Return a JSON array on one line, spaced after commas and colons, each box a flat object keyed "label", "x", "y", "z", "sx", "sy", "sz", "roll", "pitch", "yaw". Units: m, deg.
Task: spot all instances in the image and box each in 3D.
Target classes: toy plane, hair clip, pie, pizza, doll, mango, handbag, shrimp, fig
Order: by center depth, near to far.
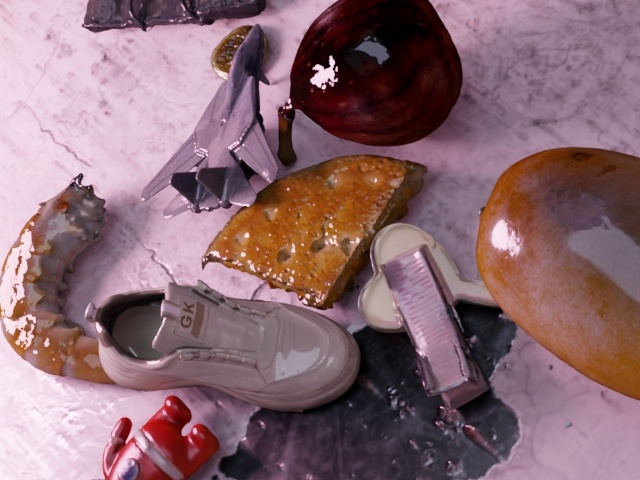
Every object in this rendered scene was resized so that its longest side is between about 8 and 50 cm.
[{"label": "mango", "x": 0.322, "y": 0.040, "z": 1.605, "sx": 0.384, "sy": 0.199, "sz": 0.221, "roll": 26, "pitch": 78, "yaw": 33}, {"label": "hair clip", "x": 0.125, "y": 0.072, "z": 1.765, "sx": 0.159, "sy": 0.071, "sz": 0.218, "roll": -25, "pitch": 62, "yaw": 4}, {"label": "doll", "x": -0.224, "y": 0.284, "z": 1.817, "sx": 0.245, "sy": 0.076, "sz": 0.142, "roll": -43, "pitch": 54, "yaw": -6}, {"label": "fig", "x": 0.032, "y": -0.188, "z": 1.859, "sx": 0.249, "sy": 0.204, "sz": 0.186, "roll": -13, "pitch": 100, "yaw": 15}, {"label": "pizza", "x": 0.000, "y": 0.000, "z": 1.868, "sx": 0.292, "sy": 0.058, "sz": 0.197, "roll": -25, "pitch": 54, "yaw": 13}, {"label": "shrimp", "x": -0.308, "y": 0.069, "z": 1.975, "sx": 0.185, "sy": 0.068, "sz": 0.287, "roll": -33, "pitch": 57, "yaw": 9}, {"label": "toy plane", "x": -0.101, "y": -0.146, "z": 1.981, "sx": 0.212, "sy": 0.088, "sz": 0.267, "roll": -8, "pitch": 49, "yaw": 36}, {"label": "pie", "x": -0.102, "y": -0.238, "z": 2.067, "sx": 0.084, "sy": 0.021, "sz": 0.084, "roll": -11, "pitch": 60, "yaw": 21}, {"label": "handbag", "x": -0.188, "y": -0.358, "z": 2.142, "sx": 0.270, "sy": 0.088, "sz": 0.175, "roll": -4, "pitch": 70, "yaw": 24}]

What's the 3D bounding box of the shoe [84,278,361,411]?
[{"label": "shoe", "x": -0.122, "y": 0.104, "z": 1.800, "sx": 0.316, "sy": 0.159, "sz": 0.124, "roll": -1, "pitch": 64, "yaw": 20}]
